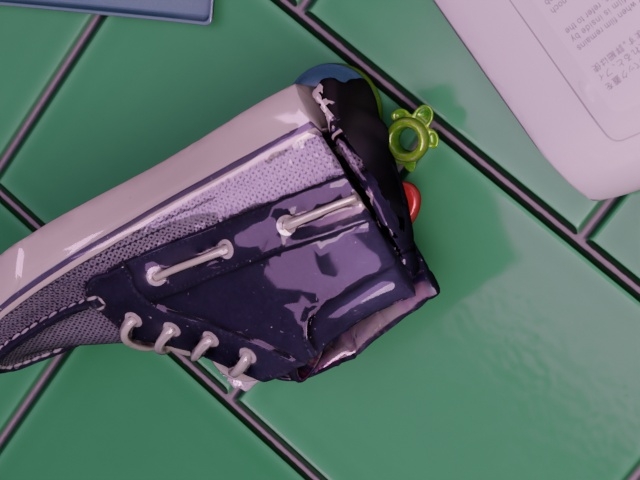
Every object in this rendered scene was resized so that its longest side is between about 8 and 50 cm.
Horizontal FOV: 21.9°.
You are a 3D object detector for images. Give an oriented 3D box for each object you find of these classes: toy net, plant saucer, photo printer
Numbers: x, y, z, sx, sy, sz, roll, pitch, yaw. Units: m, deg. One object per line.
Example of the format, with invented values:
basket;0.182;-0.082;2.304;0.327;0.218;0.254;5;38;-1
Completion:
toy net;0.000;0.000;1.128;0.122;0.045;0.232;24;104;17
plant saucer;-0.158;-0.195;1.189;0.192;0.018;0.067;8;97;20
photo printer;0.183;-0.196;0.996;0.256;0.107;0.307;-39;80;26

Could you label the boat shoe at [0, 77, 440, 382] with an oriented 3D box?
boat shoe;-0.086;0.041;1.070;0.340;0.127;0.158;-31;77;21
